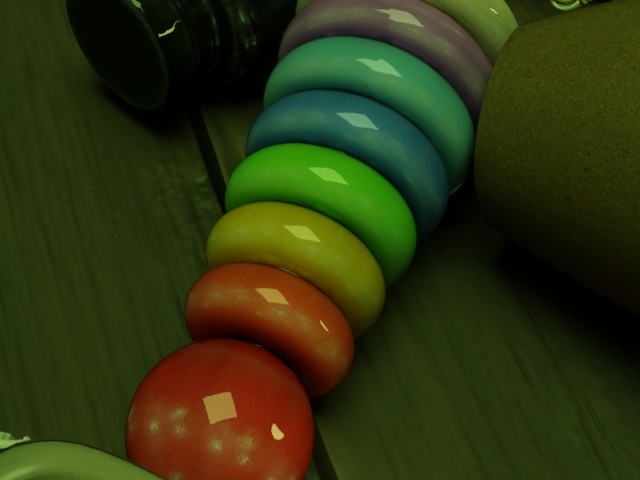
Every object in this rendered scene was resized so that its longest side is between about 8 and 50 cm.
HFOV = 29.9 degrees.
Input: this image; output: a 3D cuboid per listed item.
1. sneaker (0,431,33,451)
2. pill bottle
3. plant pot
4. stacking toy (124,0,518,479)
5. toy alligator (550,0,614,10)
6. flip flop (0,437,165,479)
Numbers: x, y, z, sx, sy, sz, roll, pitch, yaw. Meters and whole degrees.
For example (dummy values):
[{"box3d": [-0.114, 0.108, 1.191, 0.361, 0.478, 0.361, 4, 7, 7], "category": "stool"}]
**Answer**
[{"box3d": [-0.212, 0.195, 0.461, 0.293, 0.102, 0.146, -29, 57, -9], "category": "sneaker"}, {"box3d": [-0.048, -0.176, 0.762, 0.123, 0.123, 0.219, 37, 58, 24], "category": "pill bottle"}, {"box3d": [0.218, -0.040, 0.619, 0.254, 0.237, 0.237, 13, 50, 25], "category": "plant pot"}, {"box3d": [0.000, 0.000, 0.630, 0.141, 0.141, 0.330, 17, 59, 11], "category": "stacking toy"}, {"box3d": [0.248, -0.152, 0.809, 0.189, 0.056, 0.051, 12, 9, 8], "category": "toy alligator"}, {"box3d": [-0.015, 0.160, 0.453, 0.277, 0.080, 0.112, 31, 81, -17], "category": "flip flop"}]
